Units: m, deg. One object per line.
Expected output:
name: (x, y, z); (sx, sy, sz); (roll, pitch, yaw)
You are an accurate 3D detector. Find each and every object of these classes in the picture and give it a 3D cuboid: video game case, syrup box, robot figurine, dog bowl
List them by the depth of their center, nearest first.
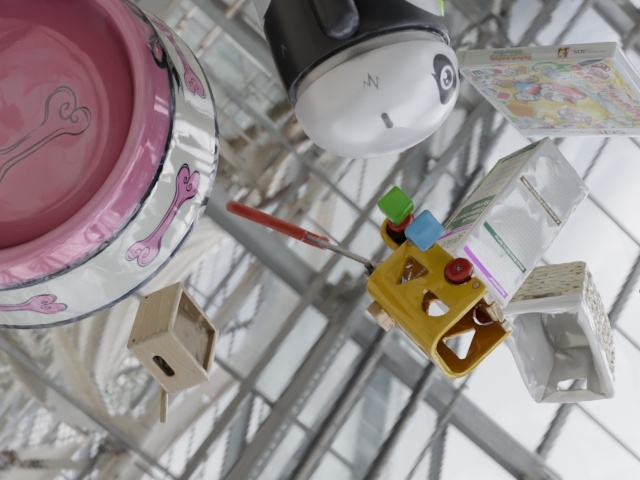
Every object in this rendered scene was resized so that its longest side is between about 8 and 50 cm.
robot figurine: (0.032, -0.218, 0.990); (0.209, 0.278, 0.173); (-8, 162, -36)
dog bowl: (-0.323, -0.117, 1.077); (0.408, 0.408, 0.150); (-50, 165, -6)
syrup box: (0.222, -0.015, 1.232); (0.237, 0.096, 0.093); (-46, -170, -33)
video game case: (0.308, -0.184, 1.269); (0.206, 0.227, 0.026); (4, -107, 36)

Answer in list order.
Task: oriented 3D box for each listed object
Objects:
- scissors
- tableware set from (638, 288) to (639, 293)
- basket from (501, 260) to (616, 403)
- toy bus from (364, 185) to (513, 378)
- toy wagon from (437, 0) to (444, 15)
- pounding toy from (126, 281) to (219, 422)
scissors: (0.000, 0.000, 1.221); (0.297, 0.109, 0.021); (21, -92, 41)
tableware set: (0.477, 0.043, 1.240); (0.154, 0.104, 0.024); (-31, -127, 36)
basket: (0.315, 0.118, 1.313); (0.113, 0.167, 0.103); (-9, -146, 29)
toy bus: (0.099, 0.051, 1.042); (0.104, 0.191, 0.202); (-43, 180, -3)
toy wagon: (0.120, -0.395, 1.224); (0.344, 0.068, 0.267); (69, 24, -85)
pounding toy: (-0.218, 0.165, 1.470); (0.100, 0.141, 0.130); (-22, -148, 19)
